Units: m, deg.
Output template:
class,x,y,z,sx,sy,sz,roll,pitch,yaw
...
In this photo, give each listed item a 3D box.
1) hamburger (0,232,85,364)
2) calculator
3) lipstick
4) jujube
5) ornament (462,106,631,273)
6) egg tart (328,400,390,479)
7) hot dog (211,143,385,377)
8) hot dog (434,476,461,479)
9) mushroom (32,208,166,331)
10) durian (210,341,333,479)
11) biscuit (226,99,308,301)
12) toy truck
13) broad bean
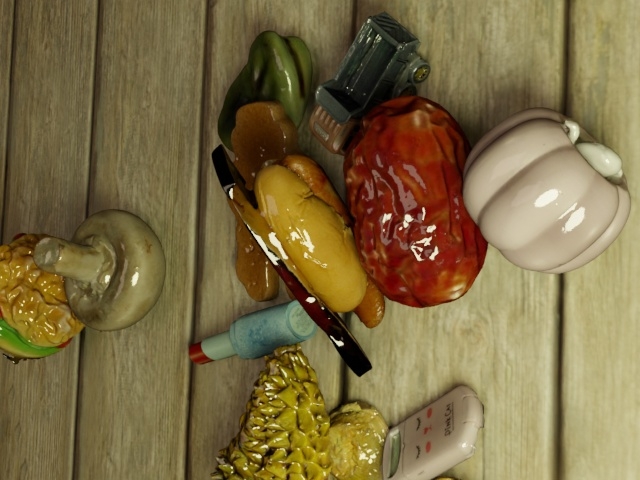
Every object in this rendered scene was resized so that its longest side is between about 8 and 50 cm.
class,x,y,z,sx,sy,sz,roll,pitch,yaw
hamburger,-0.500,0.087,1.671,0.149,0.237,0.237,-31,65,36
calculator,0.133,0.245,1.145,0.175,0.032,0.100,-40,25,34
lipstick,-0.112,0.146,1.399,0.274,0.061,0.068,-23,87,46
jujube,0.116,-0.044,1.122,0.174,0.174,0.251,-20,72,41
ornament,0.245,-0.058,1.000,0.177,0.177,0.178,-5,82,44
egg tart,0.042,0.277,1.246,0.128,0.049,0.129,-4,83,42
hot dog,0.000,0.001,1.195,0.107,0.326,0.194,-32,33,6
hot dog,0.127,0.451,1.099,0.158,0.117,0.349,24,102,42
mushroom,-0.370,0.045,1.553,0.207,0.215,0.207,-10,73,37
durian,-0.071,0.302,1.267,0.191,0.112,0.341,63,142,41
biscuit,-0.066,-0.055,1.363,0.186,0.044,0.295,1,98,40
toy truck,0.062,-0.200,1.242,0.083,0.092,0.192,49,119,34
broad bean,-0.082,-0.214,1.410,0.153,0.072,0.207,58,134,32
